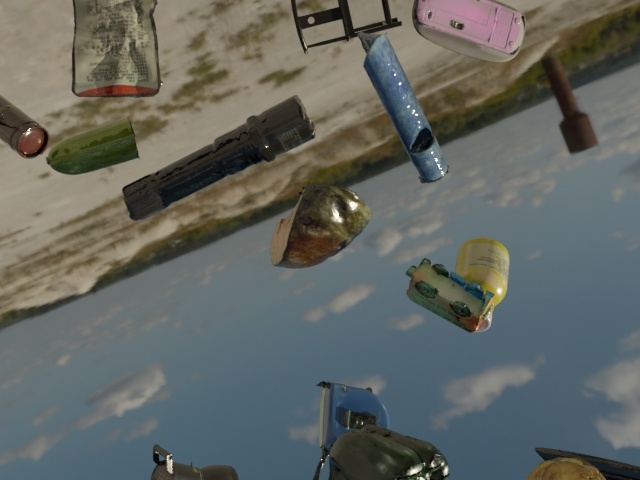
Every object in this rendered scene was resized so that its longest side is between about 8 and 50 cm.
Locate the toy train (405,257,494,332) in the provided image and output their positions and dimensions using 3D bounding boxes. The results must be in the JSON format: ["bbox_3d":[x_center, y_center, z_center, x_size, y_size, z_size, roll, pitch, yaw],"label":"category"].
[{"bbox_3d":[0.261,0.110,1.494,0.072,0.188,0.099,-53,158,-22],"label":"toy train"}]

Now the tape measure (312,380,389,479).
[{"bbox_3d":[0.083,0.585,2.082,0.215,0.351,0.098,14,152,-17],"label":"tape measure"}]

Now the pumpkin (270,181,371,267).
[{"bbox_3d":[0.000,0.000,1.507,0.169,0.148,0.312,17,165,-11],"label":"pumpkin"}]

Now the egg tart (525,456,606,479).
[{"bbox_3d":[0.357,0.363,1.053,0.128,0.049,0.129,-10,-137,9],"label":"egg tart"}]

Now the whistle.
[{"bbox_3d":[0.144,-0.230,1.282,0.062,0.304,0.062,-21,-143,17],"label":"whistle"}]

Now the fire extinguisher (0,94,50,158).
[{"bbox_3d":[-0.859,-0.338,1.912,0.105,0.341,0.141,-48,156,-18],"label":"fire extinguisher"}]

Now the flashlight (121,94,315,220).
[{"bbox_3d":[-0.211,-0.160,1.481,0.424,0.103,0.103,-26,-177,5],"label":"flashlight"}]

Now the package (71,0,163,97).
[{"bbox_3d":[-0.369,-0.373,1.320,0.166,0.232,0.040,-1,-177,2],"label":"package"}]

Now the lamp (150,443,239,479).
[{"bbox_3d":[-0.341,0.628,1.848,0.227,0.172,0.147,27,170,-38],"label":"lamp"}]

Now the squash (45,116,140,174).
[{"bbox_3d":[-0.484,-0.191,1.548,0.188,0.095,0.095,-19,-178,-15],"label":"squash"}]

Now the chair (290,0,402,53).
[{"bbox_3d":[0.064,-0.588,1.870,0.260,0.155,0.141,-13,-160,5],"label":"chair"}]

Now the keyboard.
[{"bbox_3d":[0.489,0.406,1.289,0.017,0.087,0.250,-48,-164,-23],"label":"keyboard"}]

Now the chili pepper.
[{"bbox_3d":[0.144,0.538,1.628,0.233,0.249,0.256,-3,-164,-42],"label":"chili pepper"}]

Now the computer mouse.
[{"bbox_3d":[0.376,-0.560,1.866,0.310,0.158,0.072,15,178,-14],"label":"computer mouse"}]

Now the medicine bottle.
[{"bbox_3d":[0.361,0.105,1.657,0.122,0.122,0.212,-21,-145,35],"label":"medicine bottle"}]
